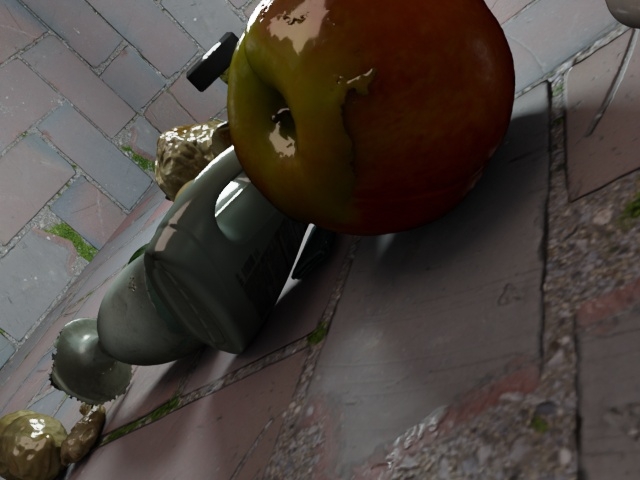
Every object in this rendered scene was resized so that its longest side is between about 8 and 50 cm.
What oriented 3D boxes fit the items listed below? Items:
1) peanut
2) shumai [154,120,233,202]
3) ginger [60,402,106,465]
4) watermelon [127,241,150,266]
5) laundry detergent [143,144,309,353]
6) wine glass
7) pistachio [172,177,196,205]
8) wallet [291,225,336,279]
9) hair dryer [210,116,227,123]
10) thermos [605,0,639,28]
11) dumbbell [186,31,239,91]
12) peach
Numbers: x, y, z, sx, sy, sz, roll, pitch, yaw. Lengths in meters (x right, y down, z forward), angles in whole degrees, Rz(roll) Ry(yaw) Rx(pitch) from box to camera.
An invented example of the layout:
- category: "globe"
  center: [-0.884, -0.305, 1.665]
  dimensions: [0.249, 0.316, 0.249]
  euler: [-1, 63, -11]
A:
- category: "peanut"
  center: [-0.553, 0.393, 1.256]
  dimensions: [0.298, 0.120, 0.136]
  euler: [-17, 77, 54]
- category: "shumai"
  center: [-0.268, -0.250, 1.764]
  dimensions: [0.262, 0.267, 0.314]
  euler: [-35, 27, 35]
- category: "ginger"
  center: [-0.426, 0.340, 1.212]
  dimensions: [0.069, 0.051, 0.173]
  euler: [-42, 13, 9]
- category: "watermelon"
  center: [-0.378, 0.079, 1.517]
  dimensions: [0.187, 0.141, 0.140]
  euler: [-35, 21, 37]
- category: "laundry detergent"
  center: [-0.087, -0.056, 0.984]
  dimensions: [0.125, 0.264, 0.397]
  euler: [15, 59, 27]
- category: "wine glass"
  center: [-0.316, 0.148, 1.155]
  dimensions: [0.357, 0.190, 0.190]
  euler: [-34, 22, 31]
- category: "pistachio"
  center: [-0.241, -0.055, 1.478]
  dimensions: [0.162, 0.181, 0.293]
  euler: [-12, 9, -24]
- category: "wallet"
  center: [0.000, 0.000, 1.033]
  dimensions: [0.088, 0.026, 0.129]
  euler: [-46, 15, 41]
- category: "hair dryer"
  center: [-0.197, -0.318, 1.924]
  dimensions: [0.167, 0.199, 0.067]
  euler: [1, 71, 36]
- category: "thermos"
  center: [0.389, -0.254, 0.645]
  dimensions: [0.137, 0.105, 0.193]
  euler: [-14, 24, -2]
- category: "dumbbell"
  center: [-0.237, -0.466, 2.068]
  dimensions: [0.204, 0.322, 0.203]
  euler: [-40, 19, 16]
- category: "peach"
  center: [0.074, -0.178, 0.812]
  dimensions: [0.370, 0.370, 0.370]
  euler: [-40, 19, 17]
